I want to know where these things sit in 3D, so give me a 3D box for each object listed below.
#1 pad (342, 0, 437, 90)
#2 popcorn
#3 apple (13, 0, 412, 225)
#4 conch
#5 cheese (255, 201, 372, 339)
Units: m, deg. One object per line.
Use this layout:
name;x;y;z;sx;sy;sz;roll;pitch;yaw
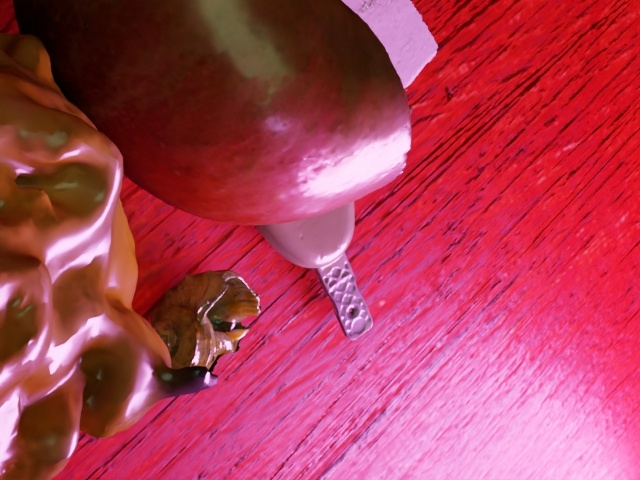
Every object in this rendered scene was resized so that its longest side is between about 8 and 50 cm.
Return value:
pad;-0.002;-0.190;0.774;0.156;0.004;0.232;-49;121;-18
popcorn;-0.192;0.049;0.496;0.281;0.297;0.316;11;78;-2
apple;-0.092;-0.127;0.587;0.163;0.251;0.293;-30;108;-21
conch;-0.084;0.061;0.720;0.121;0.074;0.089;-3;137;-54
cheese;0.000;0.000;0.789;0.097;0.037;0.192;-34;116;-22
